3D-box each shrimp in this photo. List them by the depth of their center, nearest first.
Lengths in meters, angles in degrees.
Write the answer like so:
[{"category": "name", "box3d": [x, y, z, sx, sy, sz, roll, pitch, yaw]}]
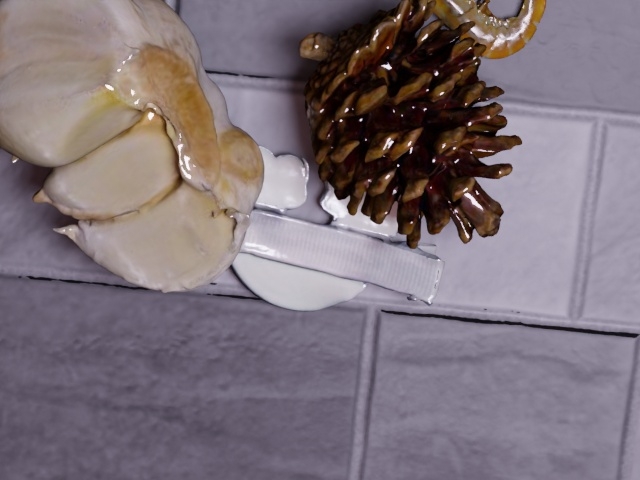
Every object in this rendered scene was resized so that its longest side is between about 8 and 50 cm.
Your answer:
[{"category": "shrimp", "box3d": [0.133, -0.214, 1.452, 0.127, 0.025, 0.091, 30, 101, -10]}]

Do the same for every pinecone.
[{"category": "pinecone", "box3d": [0.073, -0.091, 1.399, 0.168, 0.185, 0.212, -20, 105, 18]}]

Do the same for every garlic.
[{"category": "garlic", "box3d": [-0.172, -0.101, 1.413, 0.203, 0.185, 0.281, -22, 124, 31]}]

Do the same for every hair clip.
[{"category": "hair clip", "box3d": [0.000, 0.000, 1.490, 0.220, 0.054, 0.140, 14, 107, 0]}]
